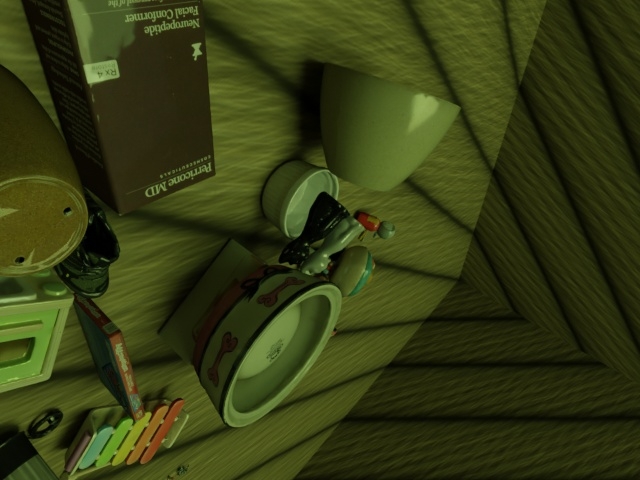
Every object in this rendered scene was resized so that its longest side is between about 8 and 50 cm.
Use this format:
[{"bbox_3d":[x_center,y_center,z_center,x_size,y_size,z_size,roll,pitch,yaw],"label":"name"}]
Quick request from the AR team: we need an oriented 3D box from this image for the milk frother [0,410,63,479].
[{"bbox_3d":[-0.560,0.438,0.865,0.143,0.135,0.129,-39,177,-26],"label":"milk frother"}]

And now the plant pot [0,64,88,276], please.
[{"bbox_3d":[-0.389,-0.072,0.502,0.237,0.254,0.237,-40,148,-31],"label":"plant pot"}]

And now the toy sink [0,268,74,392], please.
[{"bbox_3d":[-0.486,0.106,0.653,0.153,0.131,0.234,0,118,-58],"label":"toy sink"}]

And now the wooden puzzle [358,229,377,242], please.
[{"bbox_3d":[0.190,-0.023,1.717,0.078,0.014,0.116,-55,152,5],"label":"wooden puzzle"}]

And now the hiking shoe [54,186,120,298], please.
[{"bbox_3d":[-0.394,0.027,0.735,0.086,0.114,0.227,-30,141,-40],"label":"hiking shoe"}]

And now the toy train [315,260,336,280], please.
[{"bbox_3d":[-0.015,0.136,1.506,0.166,0.046,0.125,-43,160,-30],"label":"toy train"}]

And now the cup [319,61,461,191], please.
[{"bbox_3d":[0.131,-0.257,1.044,0.331,0.331,0.237,-10,125,-54],"label":"cup"}]

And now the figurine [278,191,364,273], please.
[{"bbox_3d":[0.000,0.000,1.148,0.209,0.092,0.215,-50,153,3],"label":"figurine"}]

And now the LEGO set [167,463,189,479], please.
[{"bbox_3d":[-0.478,0.793,1.468,0.083,0.023,0.054,-35,144,-36],"label":"LEGO set"}]

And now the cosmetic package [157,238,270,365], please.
[{"bbox_3d":[-0.242,0.166,1.100,0.296,0.129,0.153,-54,153,-6],"label":"cosmetic package"}]

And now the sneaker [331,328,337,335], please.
[{"bbox_3d":[-0.048,0.370,1.630,0.136,0.116,0.314,-56,151,7],"label":"sneaker"}]

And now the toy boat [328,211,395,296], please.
[{"bbox_3d":[0.151,0.059,1.536,0.267,0.148,0.318,149,-35,-78],"label":"toy boat"}]

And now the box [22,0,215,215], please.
[{"bbox_3d":[-0.277,-0.248,0.624,0.191,0.143,0.381,-34,146,-37],"label":"box"}]

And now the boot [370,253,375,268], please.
[{"bbox_3d":[0.170,0.123,1.791,0.158,0.059,0.085,-51,149,-29],"label":"boot"}]

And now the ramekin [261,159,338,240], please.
[{"bbox_3d":[-0.058,-0.110,1.136,0.207,0.109,0.207,-38,145,-32],"label":"ramekin"}]

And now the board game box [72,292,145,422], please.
[{"bbox_3d":[-0.423,0.241,0.873,0.027,0.145,0.281,-31,143,-39],"label":"board game box"}]

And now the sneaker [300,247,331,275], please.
[{"bbox_3d":[-0.040,0.074,1.395,0.094,0.080,0.212,-49,154,9],"label":"sneaker"}]

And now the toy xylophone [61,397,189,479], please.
[{"bbox_3d":[-0.496,0.506,1.091,0.322,0.081,0.236,10,110,-60],"label":"toy xylophone"}]

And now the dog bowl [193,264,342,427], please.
[{"bbox_3d":[-0.129,0.238,1.059,0.408,0.150,0.408,-42,151,-30],"label":"dog bowl"}]
